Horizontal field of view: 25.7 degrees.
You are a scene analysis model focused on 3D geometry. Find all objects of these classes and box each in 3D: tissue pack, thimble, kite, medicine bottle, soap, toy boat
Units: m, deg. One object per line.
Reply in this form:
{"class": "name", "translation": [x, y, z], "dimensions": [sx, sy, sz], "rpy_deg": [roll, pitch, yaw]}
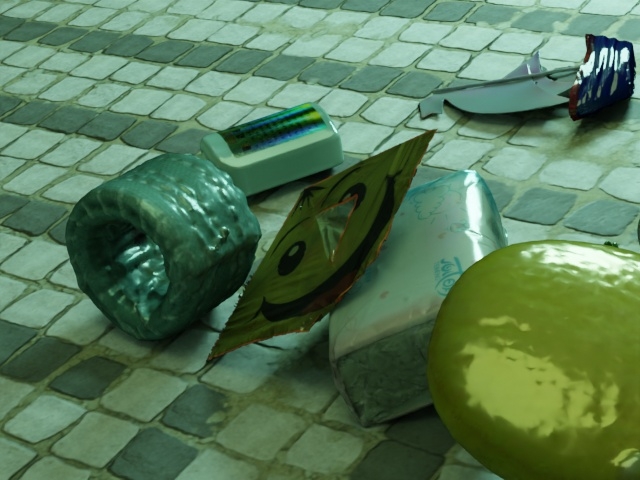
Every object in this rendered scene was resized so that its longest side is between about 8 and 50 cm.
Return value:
{"class": "tissue pack", "translation": [0.110, 0.055, 1.532], "dimensions": [0.201, 0.124, 0.271], "rpy_deg": [-24, 30, 16]}
{"class": "thimble", "translation": [-0.180, 0.006, 1.652], "dimensions": [0.235, 0.198, 0.143], "rpy_deg": [-4, 23, 47]}
{"class": "kite", "translation": [-0.002, -0.001, 1.609], "dimensions": [0.377, 0.013, 0.327], "rpy_deg": [-45, 22, 12]}
{"class": "medicine bottle", "translation": [-0.093, -0.115, 1.929], "dimensions": [0.229, 0.083, 0.121], "rpy_deg": [-19, 35, -14]}
{"class": "soap", "translation": [0.309, 0.141, 1.289], "dimensions": [0.427, 0.115, 0.306], "rpy_deg": [19, 53, 10]}
{"class": "toy boat", "translation": [0.301, -0.214, 1.980], "dimensions": [0.318, 0.072, 0.219], "rpy_deg": [-16, 29, -2]}

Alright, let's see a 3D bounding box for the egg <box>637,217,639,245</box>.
{"class": "egg", "translation": [0.413, -0.002, 1.565], "dimensions": [0.103, 0.103, 0.135], "rpy_deg": [-25, 33, -20]}

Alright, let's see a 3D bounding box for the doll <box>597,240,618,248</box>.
{"class": "doll", "translation": [0.287, 0.034, 1.576], "dimensions": [0.113, 0.077, 0.078], "rpy_deg": [8, 46, 30]}
